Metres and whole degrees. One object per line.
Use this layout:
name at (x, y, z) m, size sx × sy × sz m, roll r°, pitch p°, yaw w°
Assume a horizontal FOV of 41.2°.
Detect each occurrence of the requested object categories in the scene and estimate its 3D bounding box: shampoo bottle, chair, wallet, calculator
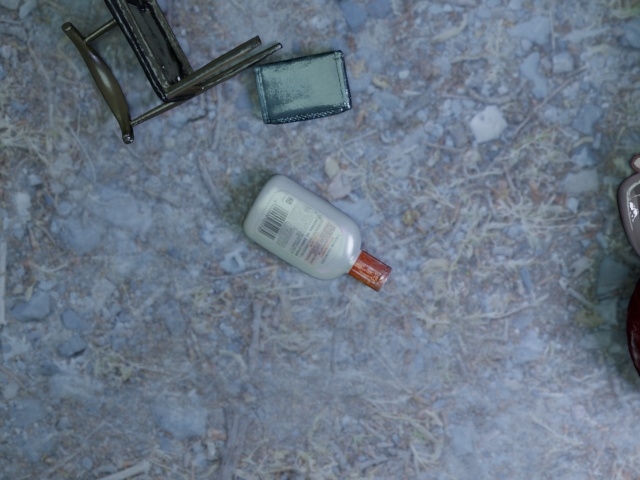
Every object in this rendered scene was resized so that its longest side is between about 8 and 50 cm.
shampoo bottle at (0.000, 0.000, 1.221) m, size 0.220 × 0.051 × 0.108 m, roll 32°, pitch 102°, yaw 1°
chair at (-0.216, -0.266, 1.145) m, size 0.272 × 0.166 × 0.188 m, roll -28°, pitch 95°, yaw 12°
wallet at (-0.024, -0.213, 1.197) m, size 0.129 × 0.026 × 0.088 m, roll -9°, pitch 103°, yaw 9°
calculator at (0.461, -0.043, 1.156) m, size 0.103 × 0.024 × 0.166 m, roll -16°, pitch 98°, yaw 11°

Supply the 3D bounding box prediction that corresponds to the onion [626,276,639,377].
onion at (0.551, 0.118, 1.064) m, size 0.313 × 0.232 × 0.314 m, roll 1°, pitch 116°, yaw 3°
